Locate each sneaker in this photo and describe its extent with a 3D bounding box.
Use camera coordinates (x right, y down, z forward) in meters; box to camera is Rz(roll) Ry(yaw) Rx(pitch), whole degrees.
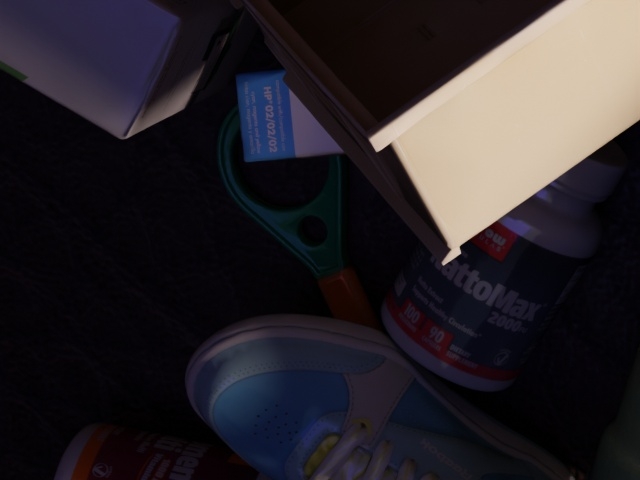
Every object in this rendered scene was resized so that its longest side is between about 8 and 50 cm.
[{"bbox_3d":[0.058,0.177,1.287,0.319,0.208,0.127,27,113,-19],"label":"sneaker"}]

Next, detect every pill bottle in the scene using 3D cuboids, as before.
[{"bbox_3d":[0.126,0.002,1.322,0.108,0.108,0.180,31,112,6],"label":"pill bottle"},{"bbox_3d":[-0.079,0.211,1.438,0.221,0.121,0.121,10,108,14],"label":"pill bottle"}]

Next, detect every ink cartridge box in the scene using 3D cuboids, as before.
[{"bbox_3d":[-0.141,-0.158,1.296,0.160,0.219,0.092,30,109,6],"label":"ink cartridge box"},{"bbox_3d":[0.044,-0.090,1.307,0.181,0.104,0.061,-5,94,11],"label":"ink cartridge box"}]

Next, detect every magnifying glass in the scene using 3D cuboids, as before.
[{"bbox_3d":[0.000,0.000,1.406,0.092,0.026,0.231,-22,97,21],"label":"magnifying glass"}]

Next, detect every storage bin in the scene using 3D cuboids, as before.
[{"bbox_3d":[0.099,-0.161,1.157,0.262,0.260,0.123,-35,134,-3],"label":"storage bin"}]

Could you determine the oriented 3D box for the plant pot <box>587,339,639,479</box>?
[{"bbox_3d":[0.337,0.066,1.177,0.341,0.341,0.334,12,100,13],"label":"plant pot"}]
